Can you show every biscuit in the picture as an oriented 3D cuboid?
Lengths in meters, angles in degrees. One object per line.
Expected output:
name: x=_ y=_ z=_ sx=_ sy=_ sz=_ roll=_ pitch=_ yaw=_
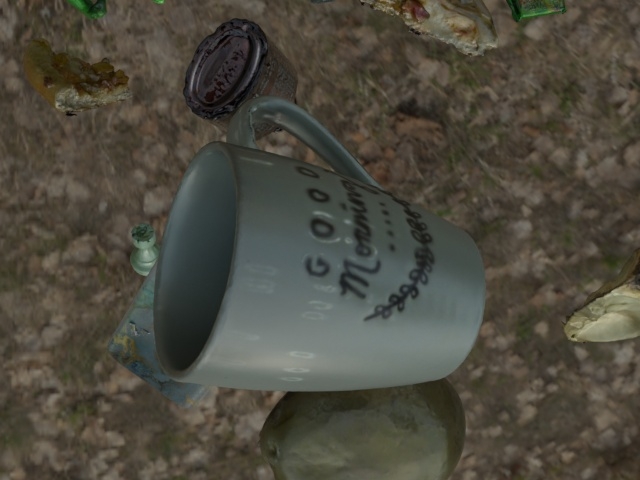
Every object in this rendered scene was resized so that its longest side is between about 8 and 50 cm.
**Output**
biscuit: x=0.319 y=-0.347 z=1.636 sx=0.089 sy=0.046 sz=0.016 roll=-11 pitch=163 yaw=-12

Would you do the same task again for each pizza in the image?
pizza: x=0.104 y=-0.350 z=1.520 sx=0.297 sy=0.189 sz=0.071 roll=15 pitch=126 yaw=-22
pizza: x=-0.343 y=-0.231 z=1.592 sx=0.161 sy=0.182 sz=0.062 roll=14 pitch=114 yaw=-20

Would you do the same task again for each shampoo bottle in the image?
shampoo bottle: x=-0.087 y=-0.191 z=1.409 sx=0.084 sy=0.323 sz=0.129 roll=30 pitch=94 yaw=6

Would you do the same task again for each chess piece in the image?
chess piece: x=-0.314 y=0.013 z=2.009 sx=0.067 sy=0.067 sz=0.103 roll=-12 pitch=150 yaw=-8

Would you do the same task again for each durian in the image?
durian: x=0.199 y=0.045 z=0.720 sx=0.066 sy=0.052 sz=0.130 roll=-35 pitch=164 yaw=-13

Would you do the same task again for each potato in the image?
potato: x=0.050 y=0.211 z=1.216 sx=0.235 sy=0.160 sz=0.177 roll=-8 pitch=92 yaw=-16

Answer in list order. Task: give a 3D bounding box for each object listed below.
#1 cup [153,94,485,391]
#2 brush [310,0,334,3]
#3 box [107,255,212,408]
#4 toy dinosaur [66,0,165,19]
cup: x=0.000 y=0.000 z=0.919 sx=0.234 sy=0.258 sz=0.186 roll=9 pitch=150 yaw=-25
brush: x=0.009 y=-0.251 z=0.745 sx=0.062 sy=0.027 sz=0.266 roll=-10 pitch=147 yaw=-8
box: x=-0.167 y=0.110 z=1.354 sx=0.142 sy=0.044 sz=0.285 roll=35 pitch=142 yaw=-3
toy dinosaur: x=-0.461 y=-0.493 z=1.618 sx=0.500 sy=0.374 sz=0.144 roll=42 pitch=124 yaw=-4
